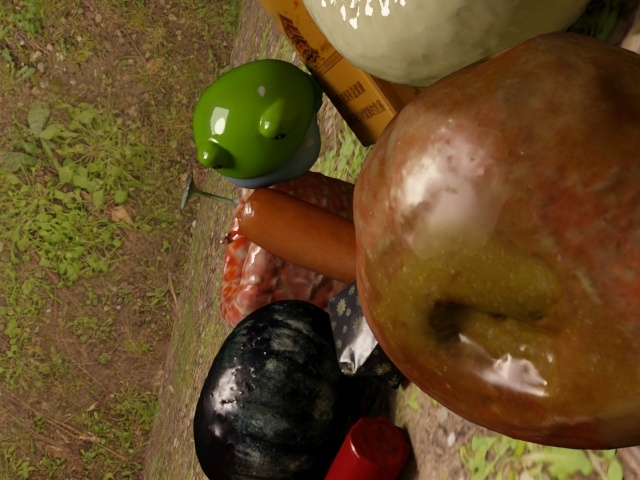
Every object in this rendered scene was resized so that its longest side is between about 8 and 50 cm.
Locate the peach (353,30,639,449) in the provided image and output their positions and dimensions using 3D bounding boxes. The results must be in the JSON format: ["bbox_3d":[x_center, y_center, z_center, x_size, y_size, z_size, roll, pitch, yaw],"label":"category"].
[{"bbox_3d":[0.132,0.002,0.391,0.235,0.214,0.214,30,108,53],"label":"peach"}]

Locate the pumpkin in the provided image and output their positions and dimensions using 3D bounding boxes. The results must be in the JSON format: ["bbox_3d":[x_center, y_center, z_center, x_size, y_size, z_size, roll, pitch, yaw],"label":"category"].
[{"bbox_3d":[-0.046,0.182,0.876,0.233,0.163,0.232,15,-90,-81],"label":"pumpkin"}]

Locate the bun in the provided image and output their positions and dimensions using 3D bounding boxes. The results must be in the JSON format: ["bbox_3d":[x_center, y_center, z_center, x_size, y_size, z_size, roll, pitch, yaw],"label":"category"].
[{"bbox_3d":[0.126,-0.304,0.620,0.361,0.213,0.360,-5,85,61],"label":"bun"}]

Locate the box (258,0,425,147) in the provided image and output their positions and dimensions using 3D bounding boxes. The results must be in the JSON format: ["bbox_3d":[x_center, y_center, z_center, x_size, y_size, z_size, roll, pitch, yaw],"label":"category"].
[{"bbox_3d":[0.018,-0.237,0.848,0.076,0.274,0.174,-38,8,-9],"label":"box"}]

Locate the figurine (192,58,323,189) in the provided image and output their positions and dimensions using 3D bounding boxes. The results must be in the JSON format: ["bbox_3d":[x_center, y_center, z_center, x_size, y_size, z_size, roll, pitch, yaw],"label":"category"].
[{"bbox_3d":[-0.068,-0.153,0.957,0.263,0.162,0.143,-71,-40,-65],"label":"figurine"}]

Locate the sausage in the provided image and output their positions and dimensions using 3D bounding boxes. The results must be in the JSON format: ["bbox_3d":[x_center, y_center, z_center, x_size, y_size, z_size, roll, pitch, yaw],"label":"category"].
[{"bbox_3d":[0.000,0.000,0.884,0.076,0.198,0.076,22,-90,-79],"label":"sausage"}]

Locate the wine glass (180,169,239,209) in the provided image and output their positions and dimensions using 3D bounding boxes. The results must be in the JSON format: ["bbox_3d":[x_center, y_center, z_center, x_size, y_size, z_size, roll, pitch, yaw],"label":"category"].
[{"bbox_3d":[-0.153,-0.069,1.430,0.079,0.196,0.079,-165,90,-76],"label":"wine glass"}]

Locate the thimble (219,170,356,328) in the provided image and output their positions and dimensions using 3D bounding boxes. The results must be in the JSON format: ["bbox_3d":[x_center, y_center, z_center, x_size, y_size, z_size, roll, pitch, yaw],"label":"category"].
[{"bbox_3d":[-0.042,0.016,1.049,0.239,0.162,0.239,-169,90,-74],"label":"thimble"}]

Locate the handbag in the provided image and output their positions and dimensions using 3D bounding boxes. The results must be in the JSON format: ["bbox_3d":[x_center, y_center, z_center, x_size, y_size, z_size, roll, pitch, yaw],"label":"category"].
[{"bbox_3d":[0.078,0.069,0.796,0.139,0.072,0.115,-51,29,30],"label":"handbag"}]

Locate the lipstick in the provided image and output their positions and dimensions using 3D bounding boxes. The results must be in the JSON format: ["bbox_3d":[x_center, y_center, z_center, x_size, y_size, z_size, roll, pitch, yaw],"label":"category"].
[{"bbox_3d":[0.014,0.305,0.815,0.073,0.073,0.279,-102,30,-56],"label":"lipstick"}]
